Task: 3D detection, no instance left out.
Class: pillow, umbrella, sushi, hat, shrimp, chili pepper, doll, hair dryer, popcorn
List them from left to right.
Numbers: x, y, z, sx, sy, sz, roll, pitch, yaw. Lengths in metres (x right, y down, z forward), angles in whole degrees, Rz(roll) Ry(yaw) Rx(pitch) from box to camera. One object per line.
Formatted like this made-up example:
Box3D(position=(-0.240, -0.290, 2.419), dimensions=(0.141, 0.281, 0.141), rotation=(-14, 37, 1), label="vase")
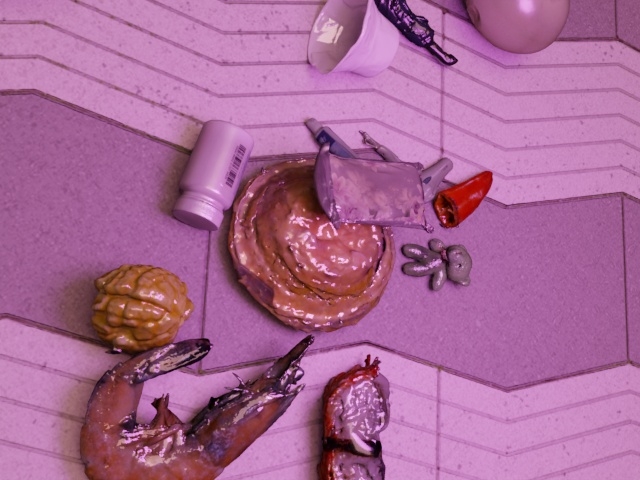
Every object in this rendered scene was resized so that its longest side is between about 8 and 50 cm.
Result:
Box3D(position=(-0.310, 0.119, 1.312), dimensions=(0.174, 0.173, 0.142), rotation=(-10, 62, -24), label="popcorn")
Box3D(position=(-0.202, 0.270, 1.329), dimensions=(0.445, 0.085, 0.272), rotation=(-32, 107, -13), label="shrimp")
Box3D(position=(0.064, 0.375, 1.431), dimensions=(0.130, 0.124, 0.331), rotation=(3, 80, -11), label="sushi")
Box3D(position=(0.080, -0.409, 1.570), dimensions=(0.126, 0.203, 0.203), rotation=(19, 73, -34), label="hat")
Box3D(position=(0.094, -0.085, 1.425), dimensions=(0.255, 0.059, 0.169), rotation=(4, 63, -34), label="pillow")
Box3D(position=(0.189, -0.169, 1.635), dimensions=(0.167, 0.067, 0.199), rotation=(-24, 75, -33), label="hair dryer")
Box3D(position=(0.200, -0.460, 1.674), dimensions=(0.248, 0.071, 0.071), rotation=(43, 68, -12), label="umbrella")
Box3D(position=(0.244, 0.045, 1.599), dimensions=(0.151, 0.077, 0.115), rotation=(2, 69, -11), label="doll")
Box3D(position=(0.317, -0.103, 1.659), dimensions=(0.169, 0.065, 0.088), rotation=(-37, 131, -31), label="chili pepper")

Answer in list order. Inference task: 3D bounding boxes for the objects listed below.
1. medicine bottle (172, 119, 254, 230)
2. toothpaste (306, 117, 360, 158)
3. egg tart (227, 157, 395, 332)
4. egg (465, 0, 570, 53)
Box3D(position=(-0.197, -0.119, 1.424), dimensions=(0.103, 0.103, 0.186), rotation=(23, 72, -17), label="medicine bottle")
Box3D(position=(0.051, -0.167, 1.540), dimensions=(0.037, 0.062, 0.216), rotation=(-41, 78, -18), label="toothpaste")
Box3D(position=(0.000, 0.000, 1.465), dimensions=(0.352, 0.150, 0.351), rotation=(6, 75, -23), label="egg tart")
Box3D(position=(0.428, -0.539, 1.700), dimensions=(0.219, 0.219, 0.269), rotation=(-30, 87, -24), label="egg")
